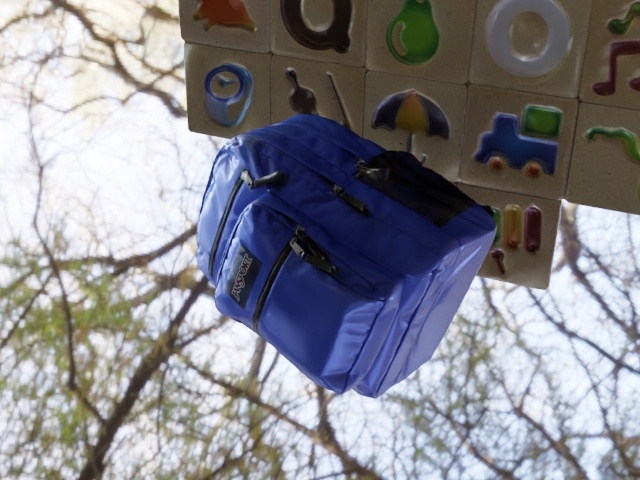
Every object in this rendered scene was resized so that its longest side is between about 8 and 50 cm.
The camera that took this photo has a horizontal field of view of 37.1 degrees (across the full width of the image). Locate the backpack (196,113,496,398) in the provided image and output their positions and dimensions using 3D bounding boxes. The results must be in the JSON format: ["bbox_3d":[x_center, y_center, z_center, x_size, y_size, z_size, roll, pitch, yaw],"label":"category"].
[{"bbox_3d":[0.000,0.000,0.427,0.120,0.098,0.101,37,-149,22],"label":"backpack"}]

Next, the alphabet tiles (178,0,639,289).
[{"bbox_3d":[0.053,-0.139,0.482,0.285,0.342,0.011,12,-149,19],"label":"alphabet tiles"}]
